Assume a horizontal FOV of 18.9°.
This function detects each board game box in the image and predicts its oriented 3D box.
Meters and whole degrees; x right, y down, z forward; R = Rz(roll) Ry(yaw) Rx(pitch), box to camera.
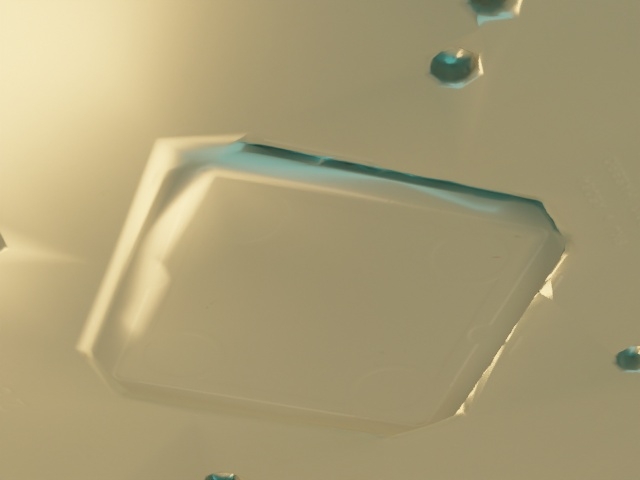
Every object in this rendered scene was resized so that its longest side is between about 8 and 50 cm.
[{"bbox_3d":[0.000,0.000,0.539,0.390,0.050,0.390,-19,138,19],"label":"board game box"}]
